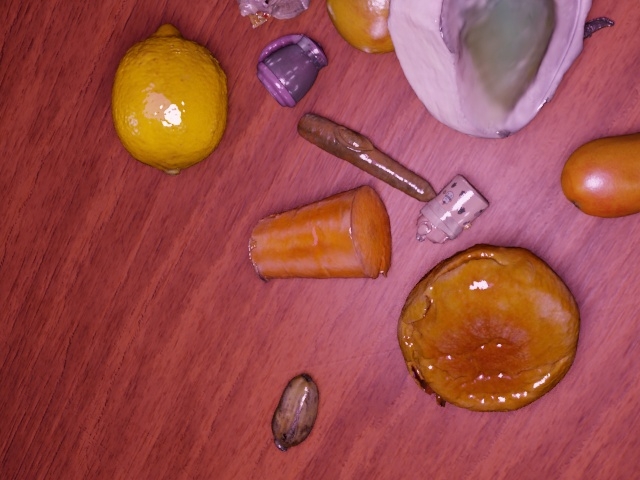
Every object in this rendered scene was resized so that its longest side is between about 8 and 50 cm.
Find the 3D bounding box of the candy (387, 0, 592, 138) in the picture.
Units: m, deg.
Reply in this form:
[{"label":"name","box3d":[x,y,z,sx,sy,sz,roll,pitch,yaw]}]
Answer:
[{"label":"candy","box3d":[0.309,-0.417,1.137,0.427,0.186,0.386,-51,120,-7]}]

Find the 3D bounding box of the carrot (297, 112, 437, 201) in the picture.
[{"label":"carrot","box3d":[0.102,-0.173,1.321,0.342,0.070,0.070,31,101,11]}]

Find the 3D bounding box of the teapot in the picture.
[{"label":"teapot","box3d":[-0.058,-0.369,1.347,0.146,0.148,0.116,-40,118,3]}]

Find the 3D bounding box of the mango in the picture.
[{"label":"mango","box3d":[0.561,-0.120,1.163,0.221,0.120,0.151,-8,89,9]}]

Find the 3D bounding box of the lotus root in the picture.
[{"label":"lotus root","box3d":[-0.052,0.378,1.384,0.089,0.080,0.179,23,95,27]}]

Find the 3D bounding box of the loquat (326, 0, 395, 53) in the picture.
[{"label":"loquat","box3d":[0.134,-0.467,1.230,0.246,0.213,0.213,30,101,1]}]

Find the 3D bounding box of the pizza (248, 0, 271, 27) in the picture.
[{"label":"pizza","box3d":[-0.133,-0.535,1.385,0.100,0.029,0.099,-33,83,14]}]

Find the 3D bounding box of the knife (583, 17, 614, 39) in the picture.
[{"label":"knife","box3d":[0.469,-0.353,1.227,0.222,0.021,0.045,-44,84,13]}]

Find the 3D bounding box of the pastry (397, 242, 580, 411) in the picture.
[{"label":"pastry","box3d":[0.316,0.172,1.200,0.356,0.164,0.356,6,113,15]}]

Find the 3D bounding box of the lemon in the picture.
[{"label":"lemon","box3d":[-0.318,-0.297,1.340,0.245,0.245,0.319,1,91,16]}]

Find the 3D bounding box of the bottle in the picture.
[{"label":"bottle","box3d":[0.256,-0.051,1.268,0.099,0.099,0.152,46,106,9]}]

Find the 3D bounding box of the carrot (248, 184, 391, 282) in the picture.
[{"label":"carrot","box3d":[0.000,0.000,1.320,0.254,0.196,0.196,-8,91,27]}]

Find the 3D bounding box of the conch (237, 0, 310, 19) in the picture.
[{"label":"conch","box3d":[-0.082,-0.560,1.292,0.178,0.163,0.245,31,93,-20]}]
